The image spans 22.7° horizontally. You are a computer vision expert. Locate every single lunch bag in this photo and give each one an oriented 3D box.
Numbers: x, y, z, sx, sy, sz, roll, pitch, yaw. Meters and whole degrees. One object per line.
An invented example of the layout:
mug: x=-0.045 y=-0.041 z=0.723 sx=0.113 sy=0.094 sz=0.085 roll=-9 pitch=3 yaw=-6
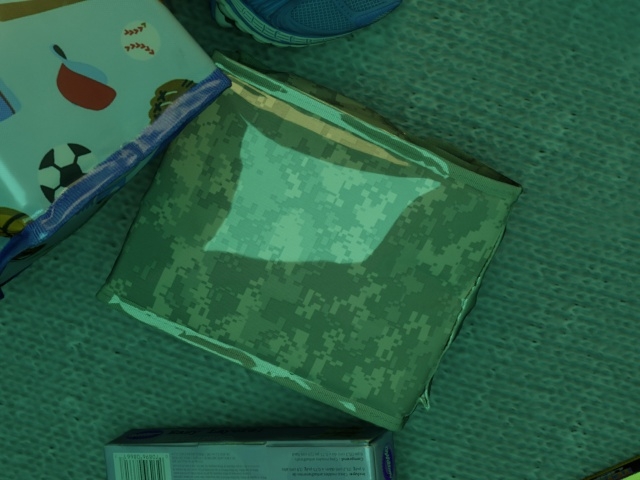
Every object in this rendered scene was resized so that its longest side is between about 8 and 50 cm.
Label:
lunch bag: x=0.000 y=0.000 z=1.334 sx=0.287 sy=0.169 sz=0.235 roll=26 pitch=98 yaw=3
lunch bag: x=-0.299 y=-0.122 z=1.233 sx=0.239 sy=0.385 sz=0.328 roll=-41 pitch=96 yaw=-25

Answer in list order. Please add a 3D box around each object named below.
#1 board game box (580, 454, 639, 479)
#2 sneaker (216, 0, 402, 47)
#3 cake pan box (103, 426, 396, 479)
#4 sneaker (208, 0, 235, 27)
board game box: x=0.281 y=0.272 z=1.421 sx=0.170 sy=0.048 sz=0.141 roll=-25 pitch=95 yaw=5
sneaker: x=-0.027 y=-0.234 z=1.238 sx=0.147 sy=0.330 sz=0.129 roll=-1 pitch=83 yaw=38
cake pan box: x=-0.059 y=0.287 z=1.392 sx=0.267 sy=0.070 sz=0.245 roll=-4 pitch=95 yaw=20
sneaker: x=-0.099 y=-0.282 z=1.350 sx=0.081 sy=0.080 sz=0.211 roll=-10 pitch=89 yaw=12
